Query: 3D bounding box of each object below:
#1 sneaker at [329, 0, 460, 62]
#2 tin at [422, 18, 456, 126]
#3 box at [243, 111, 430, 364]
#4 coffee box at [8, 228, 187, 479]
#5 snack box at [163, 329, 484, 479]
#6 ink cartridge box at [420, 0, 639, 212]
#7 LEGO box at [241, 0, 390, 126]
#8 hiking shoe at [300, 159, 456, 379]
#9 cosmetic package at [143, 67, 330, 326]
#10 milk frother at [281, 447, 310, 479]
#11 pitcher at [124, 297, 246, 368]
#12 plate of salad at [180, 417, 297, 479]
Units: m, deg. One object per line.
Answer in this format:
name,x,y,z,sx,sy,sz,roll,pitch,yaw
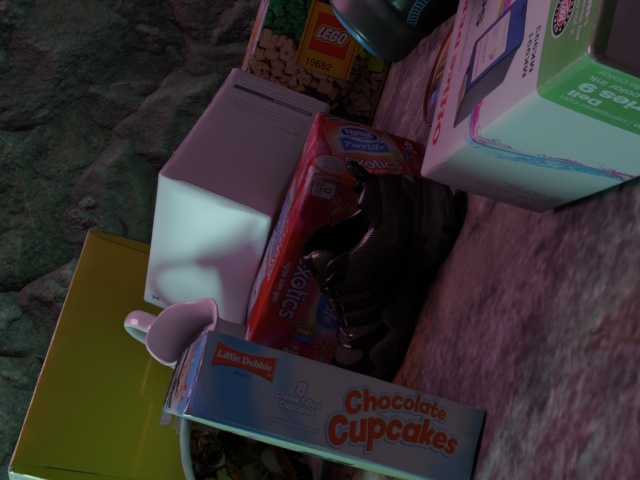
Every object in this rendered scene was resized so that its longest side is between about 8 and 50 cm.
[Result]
sneaker,0.126,-0.283,0.771,0.140,0.125,0.340,-30,26,40
tin,0.135,-0.155,0.727,0.190,0.040,0.106,143,138,-75
box,0.012,0.018,0.882,0.128,0.123,0.256,-88,16,-55
coffee box,-0.224,0.233,1.247,0.334,0.338,0.337,124,159,-61
snack box,-0.022,0.133,0.682,0.322,0.187,0.060,141,145,-74
ink cartridge box,0.139,-0.113,0.447,0.212,0.093,0.154,141,145,-77
LEGO box,-0.037,-0.259,1.443,0.500,0.193,0.372,-112,38,-75
hiking shoe,0.031,0.034,0.765,0.086,0.114,0.226,-91,19,-63
cosmetic package,-0.103,-0.046,1.066,0.224,0.138,0.224,109,-175,-46
milk frother,-0.070,0.311,1.017,0.143,0.129,0.134,14,-87,-56
pitcher,-0.123,0.149,1.023,0.178,0.207,0.125,7,60,45
plate of salad,-0.063,0.236,0.852,0.048,0.200,0.200,-33,25,18
